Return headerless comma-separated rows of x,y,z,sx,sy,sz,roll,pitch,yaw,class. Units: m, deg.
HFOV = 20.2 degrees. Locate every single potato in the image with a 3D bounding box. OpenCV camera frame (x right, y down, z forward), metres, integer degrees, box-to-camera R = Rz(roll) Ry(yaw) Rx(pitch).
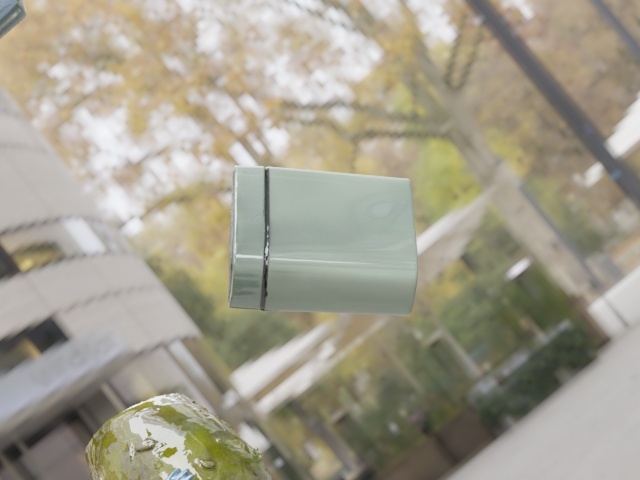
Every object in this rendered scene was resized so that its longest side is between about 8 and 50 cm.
-0.138,0.225,1.644,0.141,0.176,0.298,-17,9,-23,potato

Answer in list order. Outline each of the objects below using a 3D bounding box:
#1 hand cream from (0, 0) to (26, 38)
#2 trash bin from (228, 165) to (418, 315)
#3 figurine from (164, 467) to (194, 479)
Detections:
-0.348,-0.143,1.523,0.271,0.091,0.058,-43,-42,-5,hand cream
0.000,0.000,1.288,0.116,0.130,0.059,-92,7,-46,trash bin
-0.122,0.211,1.052,0.144,0.114,0.178,-40,-38,22,figurine
